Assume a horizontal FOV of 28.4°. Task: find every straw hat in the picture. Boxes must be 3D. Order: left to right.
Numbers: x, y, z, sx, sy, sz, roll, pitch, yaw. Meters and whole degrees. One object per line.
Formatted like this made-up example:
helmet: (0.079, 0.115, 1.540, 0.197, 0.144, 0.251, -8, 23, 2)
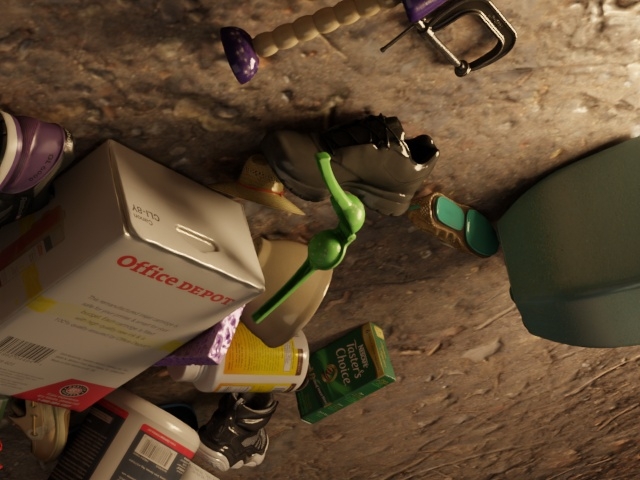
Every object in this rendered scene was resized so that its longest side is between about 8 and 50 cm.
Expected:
straw hat: (-0.078, -0.083, 1.699, 0.144, 0.144, 0.061, 13, 96, -39)

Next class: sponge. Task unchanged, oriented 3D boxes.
sponge: (-0.196, 0.125, 1.841, 0.210, 0.117, 0.031, -7, 145, 48)

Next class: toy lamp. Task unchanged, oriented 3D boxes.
toy lamp: (0.023, -0.261, 1.458, 0.275, 0.080, 0.080, -18, 149, 8)

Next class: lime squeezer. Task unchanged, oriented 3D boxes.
lime squeezer: (0.000, 0.000, 1.646, 0.110, 0.059, 0.310, -28, 153, -41)

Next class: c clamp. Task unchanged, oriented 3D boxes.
c clamp: (0.170, -0.253, 1.595, 0.137, 0.022, 0.161, -37, 142, 22)

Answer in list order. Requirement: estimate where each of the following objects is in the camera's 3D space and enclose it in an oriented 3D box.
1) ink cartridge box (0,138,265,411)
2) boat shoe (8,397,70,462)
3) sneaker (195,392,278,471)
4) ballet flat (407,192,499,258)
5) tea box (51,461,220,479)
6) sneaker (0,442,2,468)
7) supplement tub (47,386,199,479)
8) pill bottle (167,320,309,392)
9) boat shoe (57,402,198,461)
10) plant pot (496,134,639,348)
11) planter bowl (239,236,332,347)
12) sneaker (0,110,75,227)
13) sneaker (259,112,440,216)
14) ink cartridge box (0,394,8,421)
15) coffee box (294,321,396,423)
ink cartridge box: (-0.310, 0.062, 1.728, 0.385, 0.160, 0.279, -33, 146, 25)
boat shoe: (-0.452, 0.262, 2.042, 0.098, 0.109, 0.302, 7, 144, -14)
sneaker: (-0.128, 0.326, 2.281, 0.153, 0.101, 0.268, -55, 165, 8)
ballet flat: (0.200, -0.024, 1.940, 0.067, 0.073, 0.206, -4, 157, 36)
tea box: (-0.321, 0.591, 2.404, 0.220, 0.323, 0.329, -23, 147, 11)
sneaker: (-0.597, 0.380, 2.061, 0.145, 0.090, 0.270, 0, 142, -20)
supplement tub: (-0.343, 0.396, 2.104, 0.272, 0.191, 0.191, -59, 148, -12)
pill bottle: (-0.135, 0.188, 2.050, 0.215, 0.117, 0.117, 4, 143, -30)
boat shoe: (-0.345, 0.359, 2.249, 0.258, 0.089, 0.109, -18, 149, 2)
plant pot: (0.414, 0.028, 1.952, 0.252, 0.247, 0.247, -15, 150, 12)
planter bowl: (-0.074, 0.062, 1.867, 0.109, 0.162, 0.162, 36, 126, -20)
sneaker: (-0.399, -0.044, 1.580, 0.124, 0.107, 0.283, 5, 143, -41)
sneaker: (0.042, -0.119, 1.683, 0.286, 0.109, 0.130, 6, 135, -45)
ink cartridge box: (-0.631, 0.281, 2.026, 0.235, 0.056, 0.171, 2, 144, -24)
coffee box: (0.036, 0.231, 2.207, 0.184, 0.113, 0.040, -30, 143, 23)
